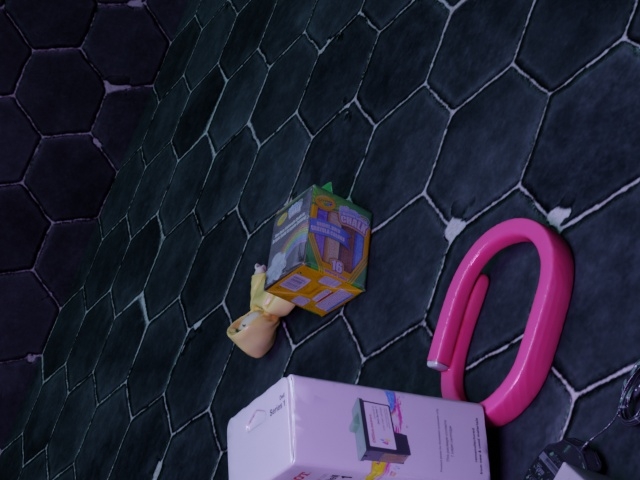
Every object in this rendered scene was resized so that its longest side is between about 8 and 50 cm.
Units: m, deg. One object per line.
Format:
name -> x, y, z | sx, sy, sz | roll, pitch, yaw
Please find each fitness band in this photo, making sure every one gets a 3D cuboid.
fitness band -> 0.241, 0.109, 1.524 | 0.209, 0.054, 0.291 | -5, 63, 60

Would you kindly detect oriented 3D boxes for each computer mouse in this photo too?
computer mouse -> 0.319, 0.232, 1.298 | 0.242, 0.041, 0.071 | -50, 37, 13

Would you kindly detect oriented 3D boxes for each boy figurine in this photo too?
boy figurine -> -0.088, 0.078, 2.113 | 0.177, 0.092, 0.285 | 13, 75, 61

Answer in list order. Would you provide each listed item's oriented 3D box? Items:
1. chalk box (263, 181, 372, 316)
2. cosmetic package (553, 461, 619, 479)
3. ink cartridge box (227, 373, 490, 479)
chalk box -> 0.000, 0.000, 1.976 | 0.132, 0.132, 0.213 | -35, 37, 46
cosmetic package -> 0.310, 0.341, 1.136 | 0.127, 0.107, 0.238 | -64, 29, 8
ink cartridge box -> 0.043, 0.273, 1.441 | 0.201, 0.278, 0.117 | -45, 40, 51
